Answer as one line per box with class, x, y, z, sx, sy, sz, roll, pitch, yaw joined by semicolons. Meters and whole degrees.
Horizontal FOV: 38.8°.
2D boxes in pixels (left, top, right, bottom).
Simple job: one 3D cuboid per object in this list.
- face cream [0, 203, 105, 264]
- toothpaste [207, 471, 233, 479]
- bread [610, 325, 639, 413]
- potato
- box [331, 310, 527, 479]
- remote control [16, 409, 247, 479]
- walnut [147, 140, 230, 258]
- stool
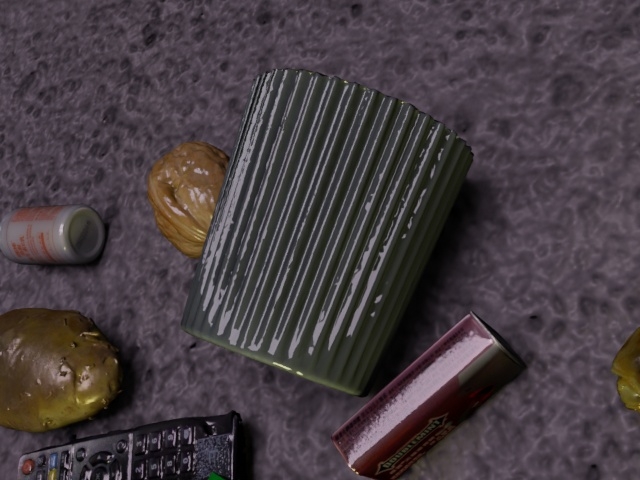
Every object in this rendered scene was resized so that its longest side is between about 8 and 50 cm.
face cream;-0.489;-0.008;1.542;0.251;0.101;0.101;-1;68;31
toothpaste;-0.154;0.401;1.030;0.065;0.050;0.267;17;74;41
bread;0.420;0.084;0.950;0.269;0.098;0.087;-44;11;8
potato;-0.424;0.196;1.384;0.296;0.141;0.192;0;71;29
box;0.127;0.187;1.062;0.224;0.120;0.069;-41;57;7
remote control;-0.270;0.327;1.275;0.398;0.062;0.145;-16;60;26
walnut;-0.177;-0.055;1.342;0.155;0.155;0.184;-42;56;8
stool;0.000;0.000;1.131;0.297;0.297;0.330;14;81;35
